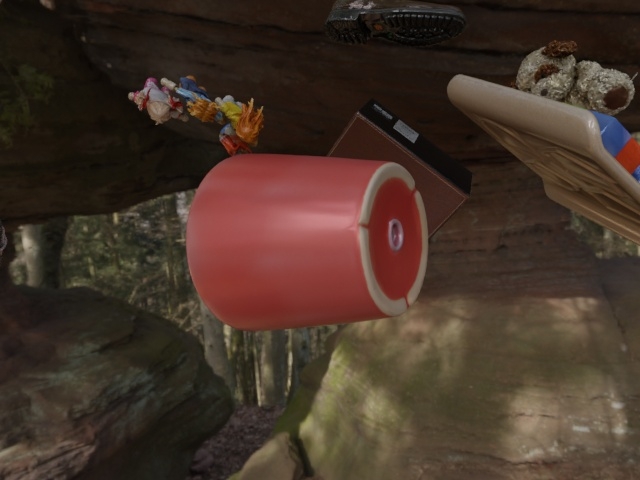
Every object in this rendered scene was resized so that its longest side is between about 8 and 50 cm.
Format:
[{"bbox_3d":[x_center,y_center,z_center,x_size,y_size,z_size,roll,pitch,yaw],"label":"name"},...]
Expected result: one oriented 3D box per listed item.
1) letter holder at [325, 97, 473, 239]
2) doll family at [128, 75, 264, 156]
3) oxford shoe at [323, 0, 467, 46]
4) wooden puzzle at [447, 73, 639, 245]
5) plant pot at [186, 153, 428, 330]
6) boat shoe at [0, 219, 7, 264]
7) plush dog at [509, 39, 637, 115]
[{"bbox_3d":[0.164,-0.143,1.147,0.302,0.214,0.152,36,33,-2],"label":"letter holder"},{"bbox_3d":[-0.192,-0.230,0.870,0.263,0.118,0.163,26,20,-33],"label":"doll family"},{"bbox_3d":[0.122,-0.370,0.784,0.227,0.096,0.083,13,-13,17],"label":"oxford shoe"},{"bbox_3d":[0.392,-0.131,0.761,0.348,0.080,0.322,33,12,-30],"label":"wooden puzzle"},{"bbox_3d":[0.000,0.000,0.681,0.243,0.275,0.275,-2,8,34],"label":"plant pot"},{"bbox_3d":[-0.564,-0.017,0.788,0.095,0.112,0.335,-8,-18,-14],"label":"boat shoe"},{"bbox_3d":[0.577,-0.367,1.163,0.210,0.225,0.262,-53,-2,-30],"label":"plush dog"}]
